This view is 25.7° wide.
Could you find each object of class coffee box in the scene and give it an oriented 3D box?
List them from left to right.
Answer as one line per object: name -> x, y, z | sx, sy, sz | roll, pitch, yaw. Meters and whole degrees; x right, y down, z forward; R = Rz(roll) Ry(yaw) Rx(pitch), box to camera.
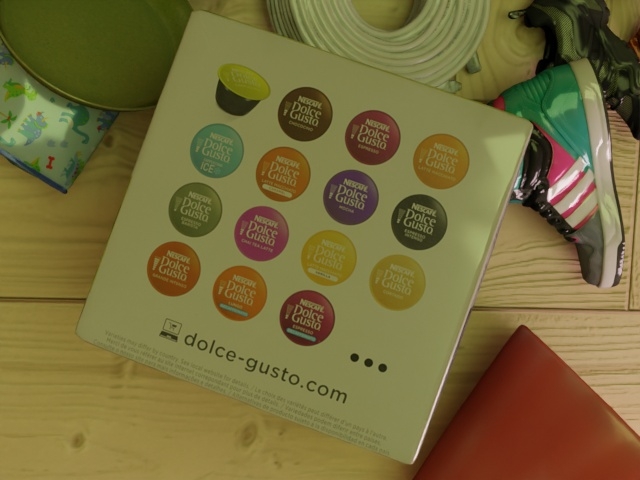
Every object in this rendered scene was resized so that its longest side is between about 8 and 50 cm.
coffee box -> 0.000, 0.000, 1.427 | 0.337, 0.338, 0.334 | 20, 89, 7

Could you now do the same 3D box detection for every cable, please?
cable -> 0.067, -0.280, 1.591 | 0.257, 0.089, 0.257 | -12, 96, -18

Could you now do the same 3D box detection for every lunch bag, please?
lunch bag -> -0.308, -0.144, 1.507 | 0.151, 0.096, 0.129 | 33, 86, -25

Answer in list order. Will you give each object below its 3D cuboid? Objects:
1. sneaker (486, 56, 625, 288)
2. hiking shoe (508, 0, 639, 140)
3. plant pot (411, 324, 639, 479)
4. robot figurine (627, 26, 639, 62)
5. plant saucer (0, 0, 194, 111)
sneaker -> 0.256, -0.059, 1.657 | 0.178, 0.124, 0.295 | -12, 117, 3
hiking shoe -> 0.319, -0.205, 1.689 | 0.114, 0.086, 0.227 | -33, 97, 4
plant pot -> 0.249, 0.276, 1.623 | 0.243, 0.275, 0.275 | -45, 104, 2
robot figurine -> 0.481, -0.346, 1.709 | 0.291, 0.085, 0.211 | -32, 103, -10
plant saucer -> -0.241, -0.225, 1.491 | 0.241, 0.037, 0.241 | 17, 49, -21
